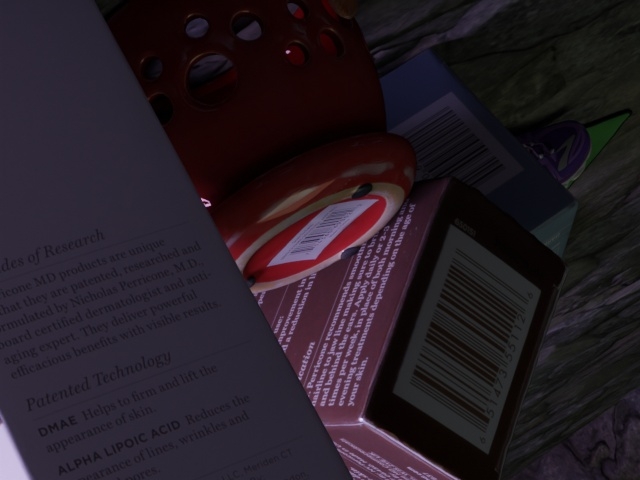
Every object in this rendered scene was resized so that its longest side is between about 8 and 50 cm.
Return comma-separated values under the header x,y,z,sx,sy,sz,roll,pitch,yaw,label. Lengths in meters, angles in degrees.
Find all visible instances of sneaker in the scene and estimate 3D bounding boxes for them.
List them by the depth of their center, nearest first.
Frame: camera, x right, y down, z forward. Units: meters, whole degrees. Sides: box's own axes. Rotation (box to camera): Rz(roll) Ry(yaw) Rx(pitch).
x,y,z,sx,sy,sz,roll,pitch,yaw,label
0.193,-0.076,1.669,0.170,0.068,0.071,-24,157,-15,sneaker

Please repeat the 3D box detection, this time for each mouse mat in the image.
x,y,z,sx,sy,sz,roll,pitch,yaw,label
0.246,-0.075,1.856,0.152,0.007,0.190,-21,160,-27,mouse mat

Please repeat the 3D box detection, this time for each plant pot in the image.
x,y,z,sx,sy,sz,roll,pitch,yaw,label
-0.045,-0.071,1.112,0.191,0.174,0.191,-25,161,-9,plant pot

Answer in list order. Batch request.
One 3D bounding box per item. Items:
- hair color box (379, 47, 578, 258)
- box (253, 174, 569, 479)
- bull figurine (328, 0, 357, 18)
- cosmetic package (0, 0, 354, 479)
x,y,z,sx,sy,sz,roll,pitch,yaw,label
0.097,0.024,1.485,0.113,0.185,0.374,-32,157,-19,hair color box
-0.015,0.084,1.275,0.143,0.191,0.381,35,155,-32,box
0.113,-0.242,0.996,0.188,0.101,0.310,-15,161,-49,bull figurine
-0.152,0.044,0.901,0.156,0.385,0.217,-20,159,-31,cosmetic package
